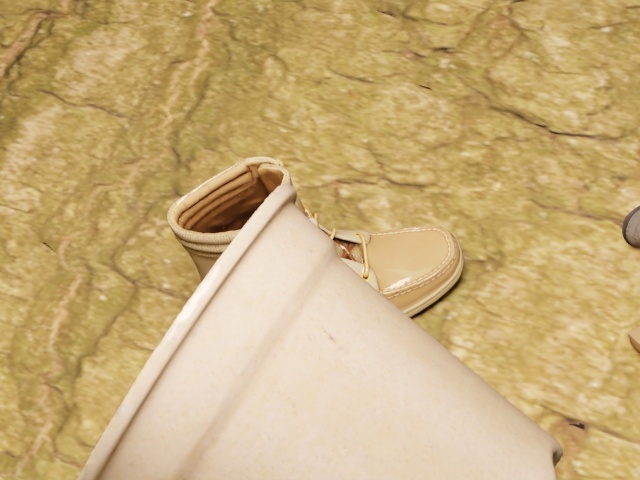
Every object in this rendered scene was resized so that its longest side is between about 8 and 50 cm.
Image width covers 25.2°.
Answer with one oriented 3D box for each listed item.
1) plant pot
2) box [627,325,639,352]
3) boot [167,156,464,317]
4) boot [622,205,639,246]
[{"bbox_3d":[0.009,0.176,1.139,0.305,0.334,0.334,33,63,3],"label":"plant pot"},{"bbox_3d":[0.390,0.092,1.259,0.164,0.021,0.201,-24,23,-7],"label":"box"},{"bbox_3d":[0.000,0.000,1.354,0.262,0.203,0.095,-12,52,4],"label":"boot"},{"bbox_3d":[0.420,-0.025,1.346,0.246,0.083,0.161,-16,27,-3],"label":"boot"}]
